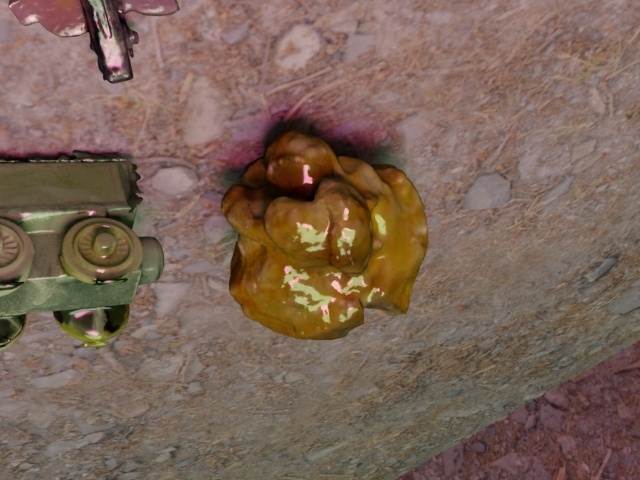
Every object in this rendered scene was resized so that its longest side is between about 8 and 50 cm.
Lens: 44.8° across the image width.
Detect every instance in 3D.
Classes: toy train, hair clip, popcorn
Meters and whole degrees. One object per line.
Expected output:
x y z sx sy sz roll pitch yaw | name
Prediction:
-0.316 0.010 0.862 0.271 0.188 0.159 -5 144 -27 | toy train
-0.211 -0.230 0.703 0.146 0.056 0.187 -17 138 -4 | hair clip
-0.006 -0.003 0.980 0.276 0.225 0.276 -26 130 -35 | popcorn
